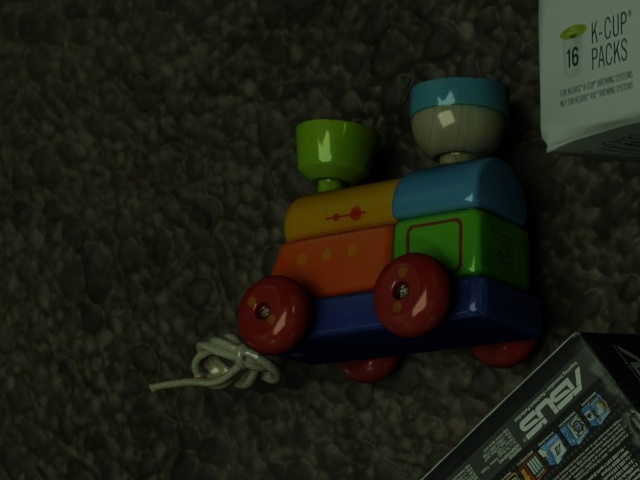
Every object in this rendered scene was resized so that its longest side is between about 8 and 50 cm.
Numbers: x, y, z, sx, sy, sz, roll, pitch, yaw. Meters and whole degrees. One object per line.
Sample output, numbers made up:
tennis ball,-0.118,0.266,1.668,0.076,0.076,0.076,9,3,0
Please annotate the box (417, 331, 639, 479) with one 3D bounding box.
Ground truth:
box,0.112,0.211,0.951,0.270,0.060,0.216,-48,62,25

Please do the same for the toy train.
toy train,0.000,0.000,1.032,0.248,0.105,0.143,-9,71,36

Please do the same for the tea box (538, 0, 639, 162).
tea box,0.251,-0.200,0.704,0.329,0.220,0.323,169,103,-65
